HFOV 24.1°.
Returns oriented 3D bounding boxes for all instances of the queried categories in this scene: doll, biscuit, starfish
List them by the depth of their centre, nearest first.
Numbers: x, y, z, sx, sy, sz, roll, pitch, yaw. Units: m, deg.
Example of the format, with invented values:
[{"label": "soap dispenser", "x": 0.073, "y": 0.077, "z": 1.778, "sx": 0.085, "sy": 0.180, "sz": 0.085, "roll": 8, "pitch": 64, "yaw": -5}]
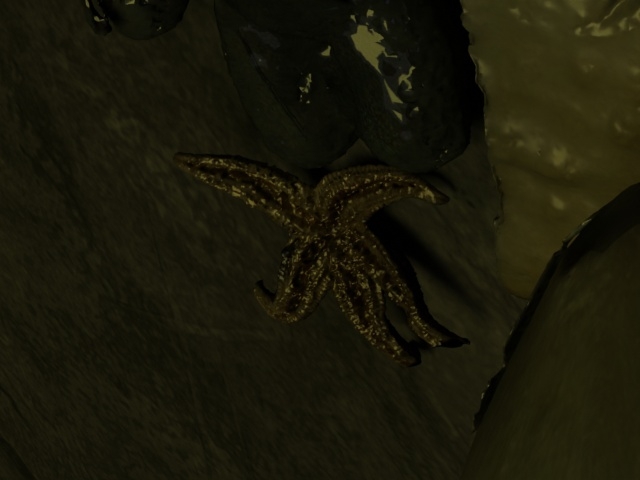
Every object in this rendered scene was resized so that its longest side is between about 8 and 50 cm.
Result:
[{"label": "biscuit", "x": 0.140, "y": -0.050, "z": 0.747, "sx": 0.141, "sy": 0.038, "sz": 0.289, "roll": 21, "pitch": 144, "yaw": 27}, {"label": "doll", "x": -0.028, "y": -0.155, "z": 0.758, "sx": 0.246, "sy": 0.158, "sz": 0.340, "roll": 4, "pitch": 127, "yaw": 27}, {"label": "starfish", "x": 0.005, "y": -0.004, "z": 0.991, "sx": 0.238, "sy": 0.057, "sz": 0.213, "roll": 41, "pitch": 142, "yaw": 11}]

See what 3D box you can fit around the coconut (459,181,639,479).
[{"label": "coconut", "x": 0.201, "y": 0.110, "z": 0.602, "sx": 0.323, "sy": 0.323, "sz": 0.323, "roll": 35, "pitch": 147, "yaw": 27}]
